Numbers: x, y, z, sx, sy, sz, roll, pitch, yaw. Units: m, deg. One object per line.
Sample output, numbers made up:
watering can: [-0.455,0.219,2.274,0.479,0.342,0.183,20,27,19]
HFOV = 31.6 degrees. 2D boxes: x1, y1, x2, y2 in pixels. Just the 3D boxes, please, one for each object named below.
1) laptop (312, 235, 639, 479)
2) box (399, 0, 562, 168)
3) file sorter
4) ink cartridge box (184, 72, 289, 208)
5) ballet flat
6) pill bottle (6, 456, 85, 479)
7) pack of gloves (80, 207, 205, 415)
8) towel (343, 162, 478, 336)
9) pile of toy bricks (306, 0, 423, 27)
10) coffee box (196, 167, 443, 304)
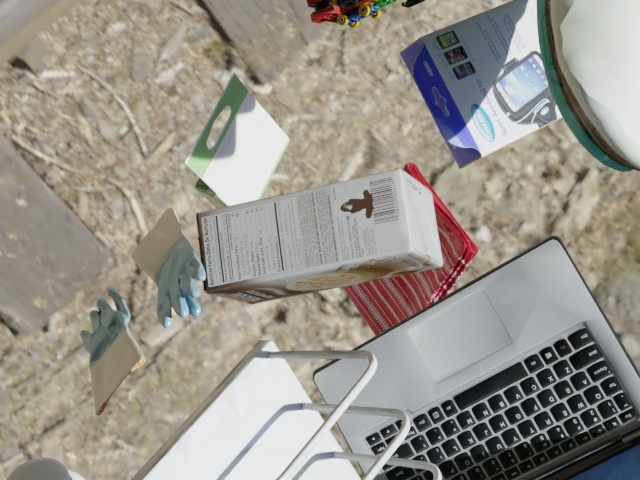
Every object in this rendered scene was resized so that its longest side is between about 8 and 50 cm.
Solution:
laptop: [0.198,0.266,1.330,0.382,0.407,0.236,-32,172,19]
box: [0.109,-0.100,0.702,0.136,0.028,0.081,-26,89,-32]
file sorter: [0.011,0.256,1.010,0.193,0.173,0.277,-46,116,-35]
ink cartridge box: [-0.147,-0.150,1.837,0.171,0.056,0.235,-64,149,-12]
ballet flat: [0.207,-0.192,0.596,0.400,0.139,0.139,-64,153,-46]
pill bottle: [-0.341,0.378,1.473,0.117,0.117,0.215,-28,137,-20]
pack of gloves: [-0.201,0.084,1.327,0.046,0.232,0.195,35,97,-26]
towel: [0.129,0.036,1.794,0.031,0.198,0.274,-4,138,-38]
pile of toy bricks: [0.073,-0.321,1.272,0.118,0.212,0.105,-6,80,-57]
coffee box: [0.000,0.000,1.298,0.247,0.098,0.141,-12,167,19]
